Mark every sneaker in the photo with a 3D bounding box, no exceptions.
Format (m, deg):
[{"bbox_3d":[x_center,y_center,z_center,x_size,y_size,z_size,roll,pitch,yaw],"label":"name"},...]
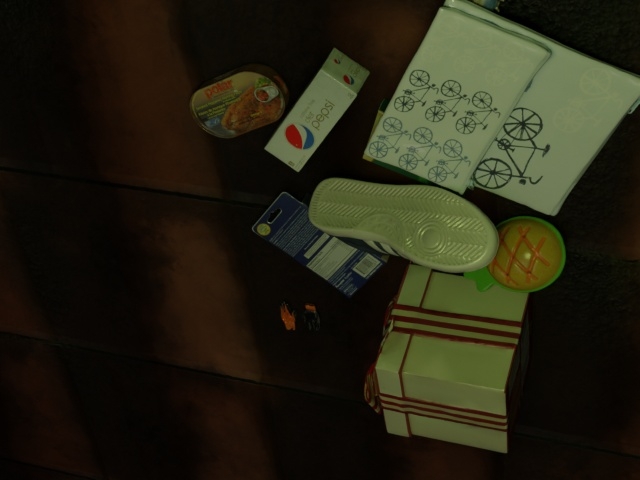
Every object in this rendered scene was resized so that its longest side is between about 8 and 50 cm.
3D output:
[{"bbox_3d":[0.155,-0.023,2.084,0.350,0.131,0.148,19,176,34],"label":"sneaker"}]

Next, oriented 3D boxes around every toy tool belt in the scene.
[{"bbox_3d":[0.240,-0.341,1.819,0.051,0.052,0.083,26,138,14],"label":"toy tool belt"}]

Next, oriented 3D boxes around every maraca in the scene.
[{"bbox_3d":[0.319,0.026,2.087,0.186,0.099,0.127,-9,86,32],"label":"maraca"}]

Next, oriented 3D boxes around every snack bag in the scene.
[{"bbox_3d":[0.277,-0.183,1.909,0.343,0.037,0.323,21,134,-8],"label":"snack bag"}]

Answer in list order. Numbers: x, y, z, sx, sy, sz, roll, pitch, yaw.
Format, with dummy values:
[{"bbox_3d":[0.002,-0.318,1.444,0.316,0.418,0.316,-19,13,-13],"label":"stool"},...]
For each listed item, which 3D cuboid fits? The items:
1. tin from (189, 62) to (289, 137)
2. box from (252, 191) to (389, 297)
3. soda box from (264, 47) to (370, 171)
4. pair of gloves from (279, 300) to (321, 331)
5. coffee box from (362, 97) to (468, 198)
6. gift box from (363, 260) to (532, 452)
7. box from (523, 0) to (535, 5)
[{"bbox_3d":[-0.136,-0.236,2.116,0.190,0.040,0.106,-16,126,36],"label":"tin"},{"bbox_3d":[0.000,0.000,2.271,0.225,0.036,0.136,34,136,-9],"label":"box"},{"bbox_3d":[-0.008,-0.211,2.052,0.074,0.069,0.216,34,136,-6],"label":"soda box"},{"bbox_3d":[-0.040,0.147,2.449,0.083,0.010,0.074,3,130,20],"label":"pair of gloves"},{"bbox_3d":[0.168,-0.148,2.044,0.184,0.040,0.113,24,136,4],"label":"coffee box"},{"bbox_3d":[0.223,0.186,2.187,0.258,0.255,0.276,8,139,17],"label":"gift box"},{"bbox_3d":[0.313,-0.441,1.692,0.159,0.044,0.233,42,135,-14],"label":"box"}]
